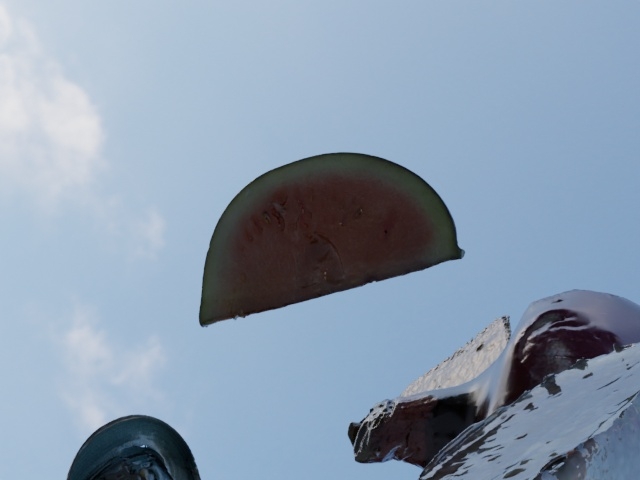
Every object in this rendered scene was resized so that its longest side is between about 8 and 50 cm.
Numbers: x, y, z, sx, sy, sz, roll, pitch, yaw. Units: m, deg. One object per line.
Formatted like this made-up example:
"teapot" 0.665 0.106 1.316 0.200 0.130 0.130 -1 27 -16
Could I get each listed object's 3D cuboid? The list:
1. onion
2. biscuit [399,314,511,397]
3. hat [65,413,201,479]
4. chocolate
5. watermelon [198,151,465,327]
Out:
"onion" 0.247 0.243 1.233 0.420 0.398 0.398 9 -75 22
"biscuit" 0.203 0.222 1.533 0.232 0.237 0.013 -39 -79 18
"hat" -0.160 0.244 0.876 0.078 0.138 0.190 37 -37 36
"chocolate" 0.196 0.168 0.783 0.185 0.303 0.100 -23 -89 55
"watermelon" 0.003 -0.002 1.159 0.304 0.128 0.159 -16 -106 7
